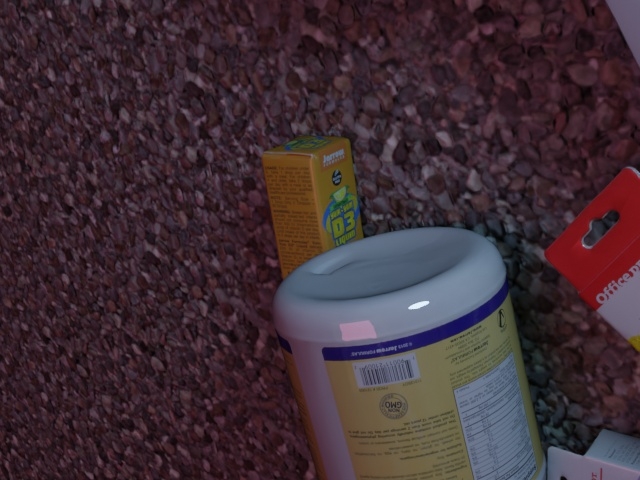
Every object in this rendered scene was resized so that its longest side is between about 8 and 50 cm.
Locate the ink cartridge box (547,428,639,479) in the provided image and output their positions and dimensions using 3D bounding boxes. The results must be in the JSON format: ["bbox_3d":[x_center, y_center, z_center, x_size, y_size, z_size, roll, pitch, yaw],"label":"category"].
[{"bbox_3d":[0.328,0.261,0.956,0.181,0.061,0.104,11,116,34],"label":"ink cartridge box"}]

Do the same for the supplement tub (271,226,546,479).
[{"bbox_3d":[0.100,0.175,0.974,0.241,0.241,0.331,-1,110,39],"label":"supplement tub"}]

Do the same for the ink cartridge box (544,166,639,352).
[{"bbox_3d":[0.332,0.043,0.839,0.231,0.078,0.134,46,131,12],"label":"ink cartridge box"}]

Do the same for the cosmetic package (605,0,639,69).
[{"bbox_3d":[0.348,-0.253,0.592,0.377,0.097,0.284,-16,116,47],"label":"cosmetic package"}]

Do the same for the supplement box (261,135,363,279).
[{"bbox_3d":[0.000,0.000,1.084,0.080,0.078,0.233,3,113,37],"label":"supplement box"}]
